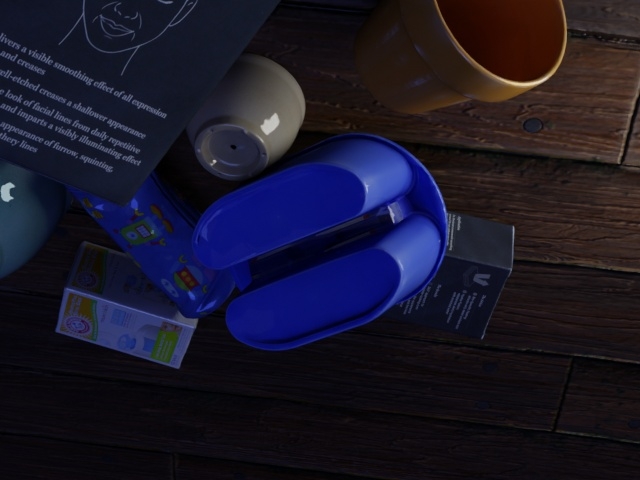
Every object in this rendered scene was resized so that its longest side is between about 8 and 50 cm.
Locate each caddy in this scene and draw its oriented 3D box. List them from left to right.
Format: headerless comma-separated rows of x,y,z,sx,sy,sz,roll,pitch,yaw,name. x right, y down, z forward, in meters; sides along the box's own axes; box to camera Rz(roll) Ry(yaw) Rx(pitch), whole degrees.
0.000,0.000,1.609,0.341,0.179,0.241,-21,95,28,caddy

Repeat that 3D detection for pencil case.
-0.225,-0.020,1.710,0.133,0.119,0.306,-22,127,24,pencil case

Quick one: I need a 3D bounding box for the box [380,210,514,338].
0.178,0.044,1.719,0.158,0.093,0.156,13,135,-2,box

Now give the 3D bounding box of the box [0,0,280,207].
-0.233,-0.279,1.229,0.293,0.212,0.395,24,113,-44,box

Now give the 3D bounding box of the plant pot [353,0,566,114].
0.143,-0.237,1.386,0.205,0.205,0.188,34,147,-22,plant pot

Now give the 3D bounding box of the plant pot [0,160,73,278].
-0.512,-0.044,1.687,0.293,0.196,0.293,6,135,6,plant pot

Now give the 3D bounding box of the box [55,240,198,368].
-0.290,0.099,1.854,0.203,0.103,0.114,18,135,-8,box

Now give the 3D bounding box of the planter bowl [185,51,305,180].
-0.106,-0.148,1.568,0.162,0.109,0.162,5,135,5,planter bowl
